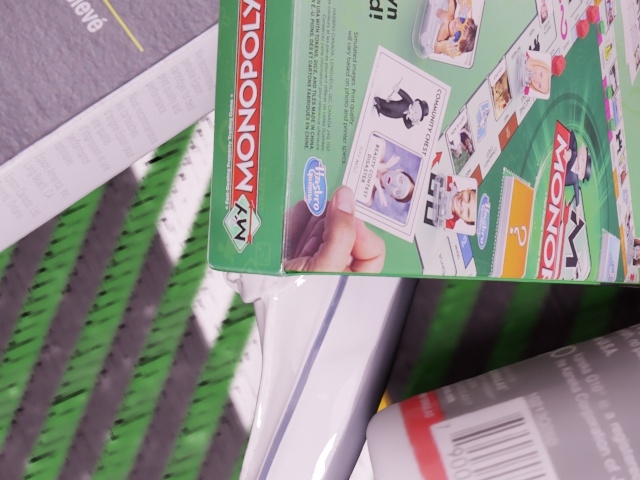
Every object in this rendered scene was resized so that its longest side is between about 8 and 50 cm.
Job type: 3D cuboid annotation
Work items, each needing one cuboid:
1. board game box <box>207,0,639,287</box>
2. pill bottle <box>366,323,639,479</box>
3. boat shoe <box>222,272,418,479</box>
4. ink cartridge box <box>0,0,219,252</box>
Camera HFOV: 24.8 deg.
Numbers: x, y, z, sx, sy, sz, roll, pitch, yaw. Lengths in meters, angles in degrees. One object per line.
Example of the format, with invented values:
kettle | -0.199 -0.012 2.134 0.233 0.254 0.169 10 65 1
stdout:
board game box | 0.061 -0.142 0.561 0.046 0.213 0.317 2 89 48
pill bottle | 0.173 0.099 0.553 0.283 0.161 0.161 -18 81 1
boat shoe | 0.000 0.000 0.622 0.084 0.095 0.258 14 73 10
ink cartridge box | -0.143 -0.166 0.615 0.307 0.072 0.303 -36 70 -7
